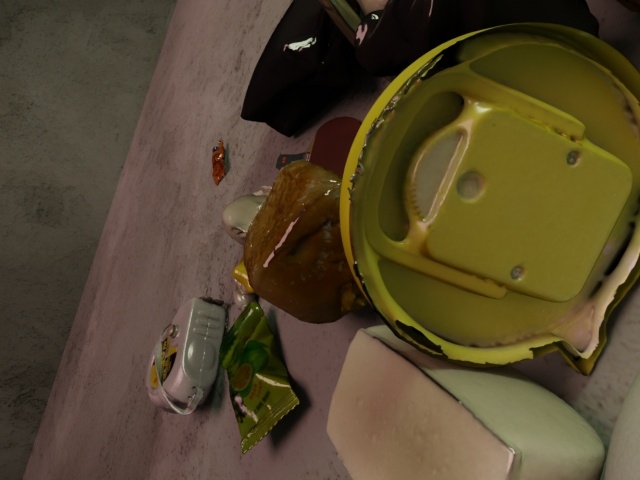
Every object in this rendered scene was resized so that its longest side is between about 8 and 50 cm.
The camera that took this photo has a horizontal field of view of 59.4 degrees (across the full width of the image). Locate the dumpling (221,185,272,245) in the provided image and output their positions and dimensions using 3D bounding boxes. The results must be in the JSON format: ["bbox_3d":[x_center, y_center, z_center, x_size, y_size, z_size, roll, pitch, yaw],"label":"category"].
[{"bbox_3d":[-0.125,-0.047,1.090,0.127,0.108,0.188,-48,15,-8],"label":"dumpling"}]

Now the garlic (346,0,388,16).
[{"bbox_3d":[0.099,-0.433,0.831,0.203,0.185,0.281,-43,42,44],"label":"garlic"}]

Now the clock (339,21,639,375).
[{"bbox_3d":[0.154,-0.030,0.470,0.277,0.294,0.071,-61,20,8],"label":"clock"}]

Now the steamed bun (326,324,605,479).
[{"bbox_3d":[0.129,0.181,0.504,0.242,0.164,0.146,30,103,57],"label":"steamed bun"}]

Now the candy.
[{"bbox_3d":[-0.110,0.232,0.955,0.149,0.069,0.246,-55,30,18],"label":"candy"}]

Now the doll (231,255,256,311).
[{"bbox_3d":[-0.144,0.096,1.084,0.113,0.072,0.135,-46,44,49],"label":"doll"}]

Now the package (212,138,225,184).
[{"bbox_3d":[-0.263,-0.206,1.443,0.077,0.033,0.110,-30,56,37],"label":"package"}]

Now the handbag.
[{"bbox_3d":[-0.022,-0.368,1.033,0.342,0.152,0.287,-17,56,66],"label":"handbag"}]

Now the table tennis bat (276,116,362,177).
[{"bbox_3d":[-0.007,-0.145,1.020,0.274,0.021,0.154,9,83,57],"label":"table tennis bat"}]

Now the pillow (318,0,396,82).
[{"bbox_3d":[0.050,-0.312,0.828,0.033,0.217,0.130,-37,42,18],"label":"pillow"}]

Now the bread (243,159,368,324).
[{"bbox_3d":[0.000,0.000,0.795,0.195,0.176,0.246,-57,18,6],"label":"bread"}]

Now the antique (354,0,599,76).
[{"bbox_3d":[0.152,-0.210,0.553,0.185,0.322,0.255,-36,21,0],"label":"antique"}]

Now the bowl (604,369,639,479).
[{"bbox_3d":[0.286,0.152,0.240,0.435,0.196,0.434,-33,48,47],"label":"bowl"}]

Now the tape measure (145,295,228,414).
[{"bbox_3d":[-0.289,0.255,1.176,0.197,0.120,0.236,-29,47,42],"label":"tape measure"}]

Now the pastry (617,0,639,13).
[{"bbox_3d":[0.317,-0.335,0.464,0.255,0.162,0.310,-51,36,35],"label":"pastry"}]
